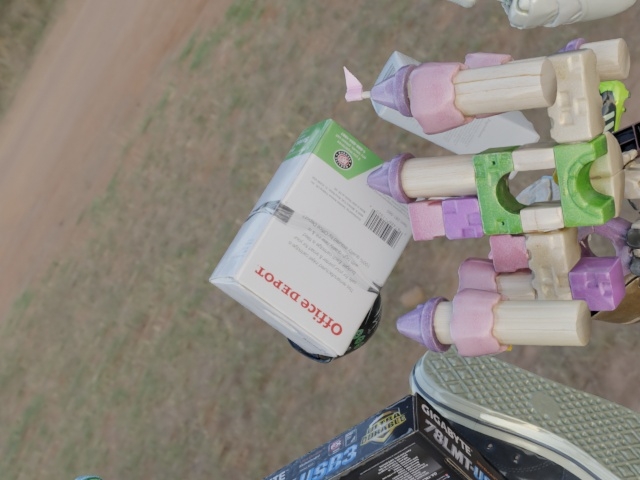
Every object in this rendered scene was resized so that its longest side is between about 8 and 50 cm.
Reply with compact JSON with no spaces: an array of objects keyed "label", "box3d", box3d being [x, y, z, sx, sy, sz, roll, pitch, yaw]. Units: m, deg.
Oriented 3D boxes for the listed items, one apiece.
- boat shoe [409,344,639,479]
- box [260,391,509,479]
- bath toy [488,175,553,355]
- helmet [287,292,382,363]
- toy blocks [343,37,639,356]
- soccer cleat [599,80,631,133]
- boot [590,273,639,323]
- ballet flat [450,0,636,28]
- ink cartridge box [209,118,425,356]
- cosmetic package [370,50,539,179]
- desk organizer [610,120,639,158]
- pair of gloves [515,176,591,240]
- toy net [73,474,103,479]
[{"label":"boat shoe","box3d":[0.344,0.312,1.542,0.187,0.500,0.156,-50,-20,-56]},{"label":"box","box3d":[0.084,0.347,1.299,0.295,0.293,0.073,-35,28,22]},{"label":"bath toy","box3d":[0.368,0.064,1.969,0.348,0.129,0.151,-56,32,4]},{"label":"helmet","box3d":[0.020,0.101,1.813,0.161,0.169,0.169,-45,14,-27]},{"label":"toy blocks","box3d":[0.168,-0.054,1.138,0.260,0.289,0.309,-4,14,33]},{"label":"soccer cleat","box3d":[0.444,-0.171,1.791,0.060,0.072,0.179,-62,-17,-87]},{"label":"boot","box3d":[0.557,0.054,1.853,0.305,0.115,0.112,-50,51,44]},{"label":"ballet flat","box3d":[0.274,-0.393,1.691,0.139,0.400,0.139,21,-90,-86]},{"label":"ink cartridge box","box3d":[0.000,0.000,1.267,0.219,0.160,0.092,-58,19,-17]},{"label":"cosmetic package","box3d":[0.196,-0.186,1.652,0.085,0.231,0.117,-59,16,20]},{"label":"desk organizer","box3d":[0.414,-0.132,1.525,0.130,0.050,0.047,-24,78,27]},{"label":"pair of gloves","box3d":[0.326,0.000,1.639,0.204,0.042,0.240,-45,29,52]},{"label":"toy net","box3d":[-0.383,0.467,1.723,0.045,0.122,0.232,29,126,46]}]
